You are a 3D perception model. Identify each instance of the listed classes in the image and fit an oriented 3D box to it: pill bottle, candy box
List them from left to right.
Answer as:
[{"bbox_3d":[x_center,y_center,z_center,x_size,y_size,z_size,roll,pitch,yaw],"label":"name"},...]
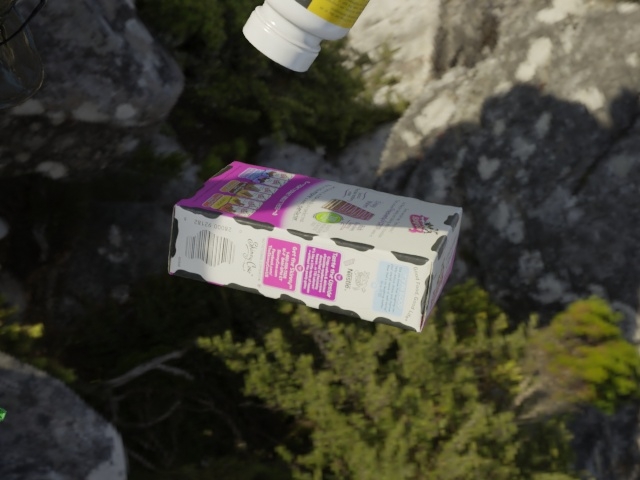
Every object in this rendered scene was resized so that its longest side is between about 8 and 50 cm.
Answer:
[{"bbox_3d":[0.000,0.000,1.034,0.159,0.234,0.071,-48,147,-65],"label":"candy box"},{"bbox_3d":[0.003,-0.162,0.683,0.065,0.116,0.065,30,22,-13],"label":"pill bottle"}]

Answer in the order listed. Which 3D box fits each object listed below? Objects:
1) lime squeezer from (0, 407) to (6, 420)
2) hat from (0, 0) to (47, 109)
[{"bbox_3d":[-0.447,0.111,1.252,0.310,0.110,0.058,81,-3,-51],"label":"lime squeezer"},{"bbox_3d":[-0.305,-0.270,0.982,0.331,0.134,0.331,56,13,-20],"label":"hat"}]
